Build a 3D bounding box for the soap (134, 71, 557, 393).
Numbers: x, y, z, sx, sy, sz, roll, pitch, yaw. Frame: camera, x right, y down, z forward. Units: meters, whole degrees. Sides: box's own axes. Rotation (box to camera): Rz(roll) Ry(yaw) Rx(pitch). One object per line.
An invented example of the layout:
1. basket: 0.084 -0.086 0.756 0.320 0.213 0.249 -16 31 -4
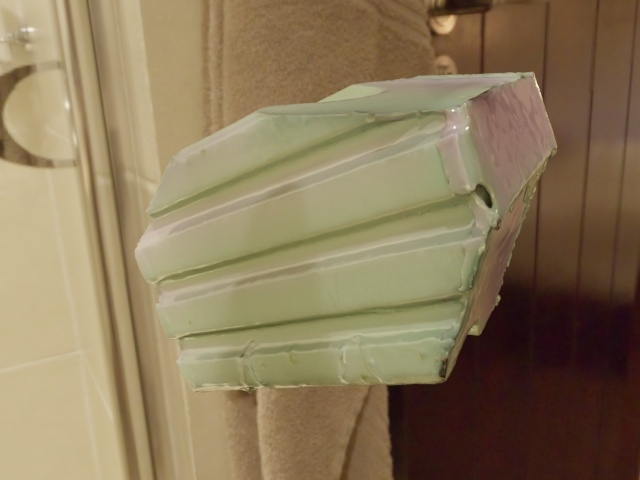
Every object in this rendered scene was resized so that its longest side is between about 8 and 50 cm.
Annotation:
1. soap: 0.000 0.000 0.595 0.446 0.261 0.156 -16 4 45
